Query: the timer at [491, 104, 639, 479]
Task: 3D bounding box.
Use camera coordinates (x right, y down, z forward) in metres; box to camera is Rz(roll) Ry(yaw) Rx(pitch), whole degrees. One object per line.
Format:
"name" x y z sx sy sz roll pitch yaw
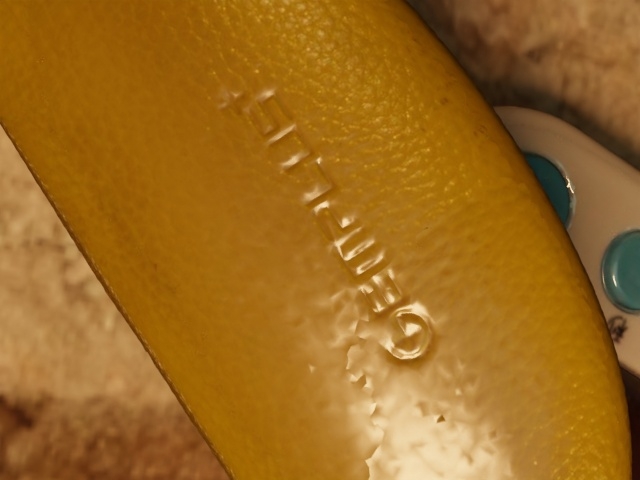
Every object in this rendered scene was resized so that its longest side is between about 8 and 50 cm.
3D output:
"timer" 0.103 0.071 0.863 0.262 0.087 0.237 31 82 -22

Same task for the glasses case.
"glasses case" 0.000 0.000 0.715 0.173 0.141 0.371 -33 85 -6
